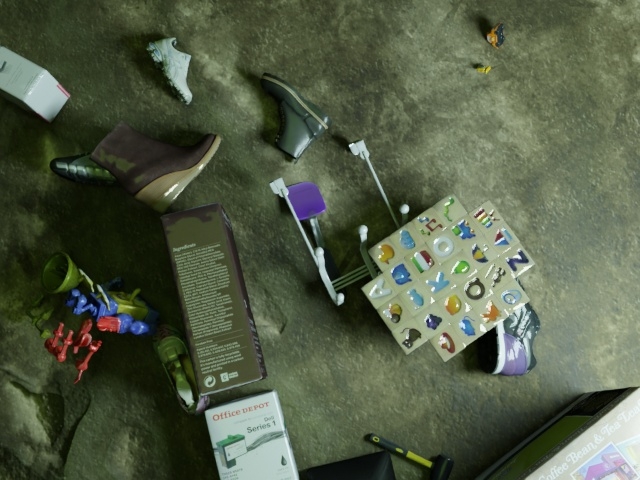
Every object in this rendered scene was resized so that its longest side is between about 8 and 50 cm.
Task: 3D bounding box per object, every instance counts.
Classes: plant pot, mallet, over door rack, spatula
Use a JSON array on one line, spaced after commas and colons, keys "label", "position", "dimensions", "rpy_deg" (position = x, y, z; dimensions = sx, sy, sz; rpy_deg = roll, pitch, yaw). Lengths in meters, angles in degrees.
[{"label": "plant pot", "position": [0.071, 0.555, 1.444], "dimensions": [0.187, 0.167, 0.188], "rpy_deg": [-14, 81, 4]}, {"label": "mallet", "position": [0.200, 0.459, 1.540], "dimensions": [0.189, 0.039, 0.062], "rpy_deg": [31, 82, 9]}, {"label": "over door rack", "position": [0.062, -0.051, 1.573], "dimensions": [0.239, 0.108, 0.324], "rpy_deg": [-26, 82, -15]}, {"label": "spatula", "position": [0.000, 0.000, 1.623], "dimensions": [0.084, 0.030, 0.296], "rpy_deg": [-20, 80, -9]}]

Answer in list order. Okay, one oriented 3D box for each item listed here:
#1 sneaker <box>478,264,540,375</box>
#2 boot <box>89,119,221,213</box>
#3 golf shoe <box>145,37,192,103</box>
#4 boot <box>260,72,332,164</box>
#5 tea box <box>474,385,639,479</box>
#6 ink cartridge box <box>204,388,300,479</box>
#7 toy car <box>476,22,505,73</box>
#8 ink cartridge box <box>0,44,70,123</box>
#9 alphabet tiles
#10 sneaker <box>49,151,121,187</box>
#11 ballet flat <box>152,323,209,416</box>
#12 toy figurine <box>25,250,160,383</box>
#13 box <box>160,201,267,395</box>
[{"label": "sneaker", "position": [0.424, 0.158, 1.575], "dimensions": [0.124, 0.107, 0.283], "rpy_deg": [7, 81, -17]}, {"label": "boot", "position": [-0.364, -0.205, 1.590], "dimensions": [0.207, 0.090, 0.248], "rpy_deg": [41, 65, -9]}, {"label": "golf shoe", "position": [-0.339, -0.411, 1.682], "dimensions": [0.086, 0.069, 0.176], "rpy_deg": [-30, 82, -11]}, {"label": "boot", "position": [-0.090, -0.287, 1.658], "dimensions": [0.198, 0.077, 0.137], "rpy_deg": [38, 87, 7]}, {"label": "tea box", "position": [0.518, 0.471, 1.384], "dimensions": [0.329, 0.323, 0.220], "rpy_deg": [-36, 76, -6]}, {"label": "ink cartridge box", "position": [-0.144, 0.445, 1.510], "dimensions": [0.160, 0.092, 0.219], "rpy_deg": [-16, 81, -3]}, {"label": "toy car", "position": [0.401, -0.465, 1.698], "dimensions": [0.040, 0.060, 0.122], "rpy_deg": [20, 71, 36]}, {"label": "ink cartridge box", "position": [-0.715, -0.377, 1.627], "dimensions": [0.218, 0.158, 0.092], "rpy_deg": [30, 82, 6]}, {"label": "alphabet tiles", "position": [0.273, 0.076, 1.512], "dimensions": [0.342, 0.011, 0.285], "rpy_deg": [-34, 83, -6]}, {"label": "sneaker", "position": [-0.500, -0.197, 1.640], "dimensions": [0.228, 0.086, 0.132], "rpy_deg": [9, 75, -9]}, {"label": "ballet flat", "position": [-0.308, 0.281, 1.547], "dimensions": [0.077, 0.079, 0.221], "rpy_deg": [-25, 80, -4]}, {"label": "toy figurine", "position": [-0.465, 0.167, 1.548], "dimensions": [0.362, 0.217, 0.191], "rpy_deg": [25, 96, 48]}, {"label": "box", "position": [-0.225, 0.129, 1.521], "dimensions": [0.143, 0.191, 0.381], "rpy_deg": [-16, 81, -3]}]
